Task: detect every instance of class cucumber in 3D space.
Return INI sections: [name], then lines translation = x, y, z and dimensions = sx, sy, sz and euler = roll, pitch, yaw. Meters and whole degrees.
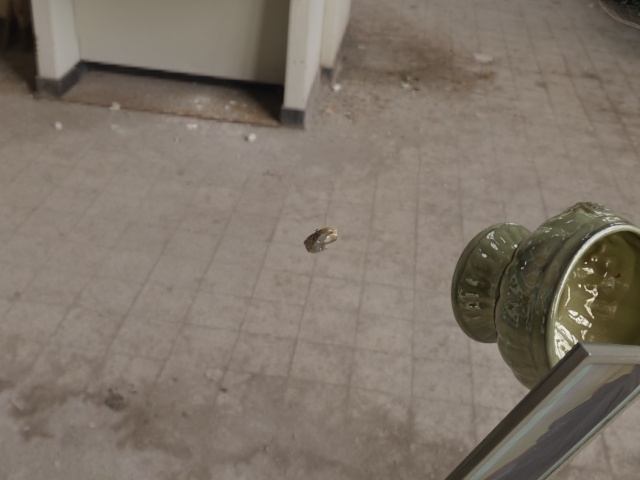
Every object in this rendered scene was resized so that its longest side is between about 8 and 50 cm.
[cucumber]
translation = 0.373, -0.241, 0.823
dimensions = 0.056, 0.056, 0.284
euler = -2, 29, -11

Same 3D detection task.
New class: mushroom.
[mushroom]
translation = 0.001, 0.000, 1.145
dimensions = 0.049, 0.101, 0.019
euler = -19, 78, -10

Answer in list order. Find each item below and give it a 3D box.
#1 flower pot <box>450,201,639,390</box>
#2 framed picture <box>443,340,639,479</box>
[flower pot]
translation = 0.365, 0.086, 1.231
dimensions = 0.307, 0.307, 0.244
euler = -17, 19, -31
[framed picture]
translation = 0.248, 0.204, 0.829
dimensions = 0.192, 0.265, 0.018
euler = 7, 38, -39
